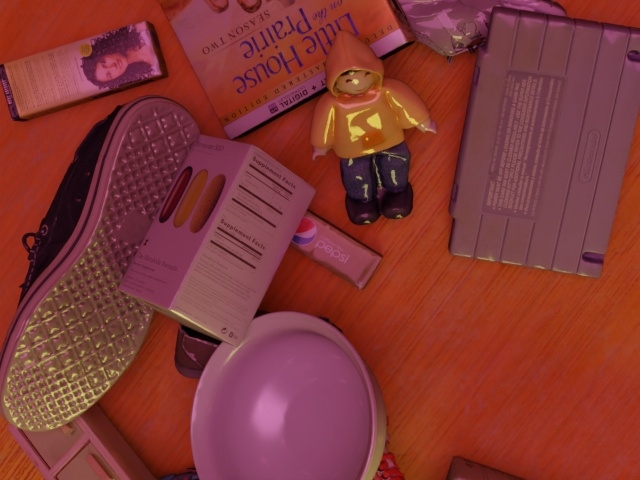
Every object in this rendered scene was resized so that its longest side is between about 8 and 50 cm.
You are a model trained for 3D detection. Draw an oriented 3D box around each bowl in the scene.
[{"bbox_3d":[-0.021,0.250,1.653,0.297,0.134,0.298,-7,77,32],"label":"bowl"}]

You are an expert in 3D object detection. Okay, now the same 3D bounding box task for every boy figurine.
[{"bbox_3d":[0.070,-0.157,1.668,0.177,0.092,0.285,-7,133,4],"label":"boy figurine"}]

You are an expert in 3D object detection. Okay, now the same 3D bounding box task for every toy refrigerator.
[{"bbox_3d":[-0.322,0.331,1.750,0.102,0.094,0.269,-46,67,6],"label":"toy refrigerator"}]

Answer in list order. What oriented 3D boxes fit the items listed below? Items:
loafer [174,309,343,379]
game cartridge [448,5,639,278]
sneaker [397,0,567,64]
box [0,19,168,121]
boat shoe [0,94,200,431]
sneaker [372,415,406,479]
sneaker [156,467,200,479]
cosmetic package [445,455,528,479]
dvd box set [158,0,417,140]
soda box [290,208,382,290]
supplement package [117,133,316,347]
[{"bbox_3d":[-0.093,0.143,1.756,0.251,0.094,0.087,-7,128,5],"label":"loafer"},{"bbox_3d":[0.310,-0.133,1.698,0.230,0.068,0.355,11,111,6],"label":"game cartridge"},{"bbox_3d":[0.204,-0.306,1.727,0.281,0.105,0.115,6,106,13],"label":"sneaker"},{"bbox_3d":[-0.345,-0.245,1.780,0.232,0.058,0.087,-17,92,6],"label":"box"},{"bbox_3d":[-0.321,0.029,1.731,0.186,0.156,0.500,23,87,-32],"label":"boat shoe"},{"bbox_3d":[0.075,0.316,1.711,0.270,0.090,0.145,19,89,45],"label":"sneaker"},{"bbox_3d":[-0.161,0.460,1.789,0.125,0.104,0.262,-19,92,3],"label":"sneaker"},{"bbox_3d":[0.332,0.461,1.726,0.365,0.155,0.197,17,93,4],"label":"cosmetic package"},{"bbox_3d":[-0.093,-0.392,1.713,0.307,0.062,0.420,-26,92,22],"label":"dvd box set"},{"bbox_3d":[0.000,0.000,1.767,0.181,0.061,0.058,31,95,2],"label":"soda box"},{"bbox_3d":[-0.140,-0.003,1.664,0.134,0.139,0.244,34,77,-39],"label":"supplement package"}]
